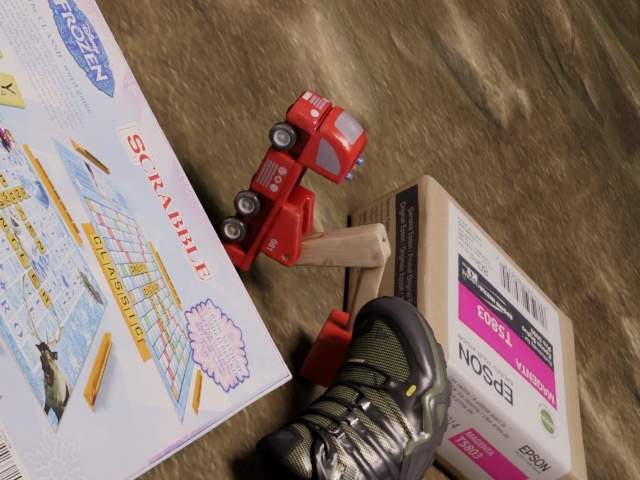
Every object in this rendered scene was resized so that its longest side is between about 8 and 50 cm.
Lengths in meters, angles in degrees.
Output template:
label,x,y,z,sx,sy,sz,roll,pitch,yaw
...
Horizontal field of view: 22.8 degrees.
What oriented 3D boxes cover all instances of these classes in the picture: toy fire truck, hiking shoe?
label,x,y,z,sx,sy,sz,roll,pitch,yaw
toy fire truck,0.000,0.000,1.147,0.135,0.192,0.047,31,31,1
hiking shoe,0.017,0.135,1.072,0.114,0.086,0.226,28,63,-37

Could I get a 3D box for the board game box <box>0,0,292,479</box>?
label,x,y,z,sx,sy,sz,roll,pitch,yaw
board game box,-0.180,-0.002,0.924,0.318,0.066,0.318,63,29,1

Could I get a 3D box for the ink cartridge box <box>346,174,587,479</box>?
label,x,y,z,sx,sy,sz,roll,pitch,yaw
ink cartridge box,0.123,0.092,1.325,0.235,0.088,0.193,42,33,-34
